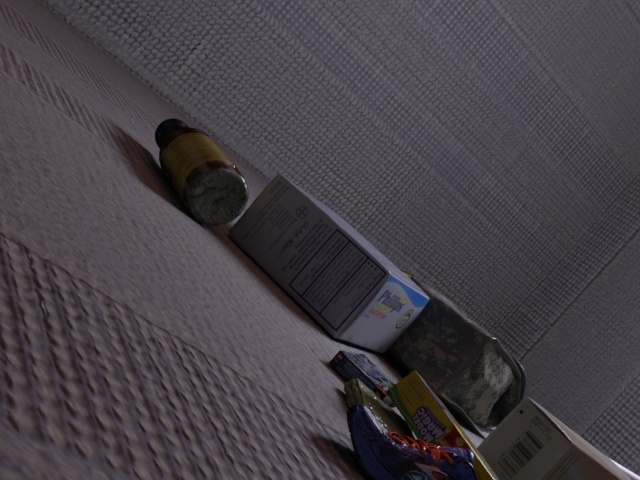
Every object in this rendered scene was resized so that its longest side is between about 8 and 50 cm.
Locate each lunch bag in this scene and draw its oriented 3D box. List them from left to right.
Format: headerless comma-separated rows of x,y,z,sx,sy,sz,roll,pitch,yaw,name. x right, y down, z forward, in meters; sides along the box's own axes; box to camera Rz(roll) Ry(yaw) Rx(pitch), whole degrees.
0.266,0.238,1.749,0.235,0.169,0.287,41,-4,43,lunch bag

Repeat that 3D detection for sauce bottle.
-0.225,-0.136,1.581,0.111,0.111,0.344,38,5,-31,sauce bottle

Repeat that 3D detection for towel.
0.082,0.232,1.114,0.110,0.027,0.148,41,4,-15,towel

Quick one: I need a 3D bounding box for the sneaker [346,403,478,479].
0.117,0.241,0.932,0.221,0.087,0.083,40,4,-7,sneaker

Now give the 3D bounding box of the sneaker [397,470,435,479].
0.165,0.285,0.819,0.262,0.104,0.125,39,3,-27,sneaker

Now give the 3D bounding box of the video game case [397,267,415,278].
0.164,0.138,2.009,0.275,0.035,0.248,25,30,-41,video game case

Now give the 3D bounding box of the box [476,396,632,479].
0.396,0.393,1.440,0.311,0.148,0.121,36,8,-38,box

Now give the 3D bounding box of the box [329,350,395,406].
0.071,0.203,1.293,0.094,0.027,0.137,43,5,18,box

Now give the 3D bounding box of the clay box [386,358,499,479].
0.161,0.258,1.113,0.127,0.053,0.222,52,1,-43,clay box

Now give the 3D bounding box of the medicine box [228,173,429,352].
0.022,0.048,1.606,0.289,0.149,0.263,43,5,25,medicine box

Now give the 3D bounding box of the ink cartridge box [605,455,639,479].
0.603,0.536,1.681,0.304,0.072,0.307,29,-24,18,ink cartridge box
